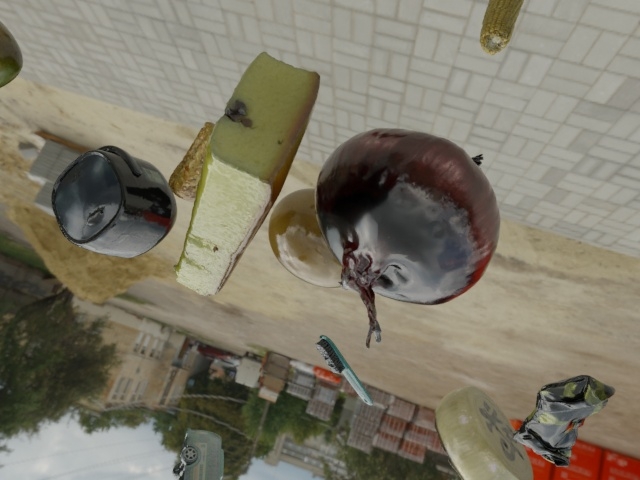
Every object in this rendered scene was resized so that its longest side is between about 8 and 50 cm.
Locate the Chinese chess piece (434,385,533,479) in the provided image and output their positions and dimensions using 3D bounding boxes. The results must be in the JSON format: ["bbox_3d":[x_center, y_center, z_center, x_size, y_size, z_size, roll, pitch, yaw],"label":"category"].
[{"bbox_3d":[0.378,0.469,1.139,0.104,0.257,0.257,-41,131,21],"label":"Chinese chess piece"}]

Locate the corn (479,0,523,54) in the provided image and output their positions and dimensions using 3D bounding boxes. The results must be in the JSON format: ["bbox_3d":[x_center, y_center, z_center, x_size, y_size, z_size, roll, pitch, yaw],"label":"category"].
[{"bbox_3d":[0.515,-0.645,1.396,0.106,0.293,0.106,19,149,12],"label":"corn"}]

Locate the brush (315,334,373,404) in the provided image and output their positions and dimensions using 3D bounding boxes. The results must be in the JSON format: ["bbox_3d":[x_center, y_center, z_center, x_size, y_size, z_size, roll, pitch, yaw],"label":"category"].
[{"bbox_3d":[0.048,0.277,1.013,0.043,0.032,0.193,-13,113,56],"label":"brush"}]

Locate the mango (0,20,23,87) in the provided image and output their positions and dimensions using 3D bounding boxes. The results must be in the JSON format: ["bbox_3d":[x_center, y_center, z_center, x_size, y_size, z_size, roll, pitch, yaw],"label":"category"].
[{"bbox_3d":[-0.312,-0.154,0.265,0.133,0.111,0.267,14,171,43],"label":"mango"}]

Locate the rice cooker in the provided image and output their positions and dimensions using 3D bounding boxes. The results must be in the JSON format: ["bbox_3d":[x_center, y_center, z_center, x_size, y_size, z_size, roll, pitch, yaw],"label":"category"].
[{"bbox_3d":[-0.501,-0.091,1.217,0.267,0.267,0.224,11,179,22],"label":"rice cooker"}]

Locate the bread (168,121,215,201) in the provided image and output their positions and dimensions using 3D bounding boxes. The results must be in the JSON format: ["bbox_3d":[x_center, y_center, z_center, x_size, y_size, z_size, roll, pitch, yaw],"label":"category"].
[{"bbox_3d":[-0.273,-0.181,1.177,0.114,0.083,0.211,14,128,-40],"label":"bread"}]

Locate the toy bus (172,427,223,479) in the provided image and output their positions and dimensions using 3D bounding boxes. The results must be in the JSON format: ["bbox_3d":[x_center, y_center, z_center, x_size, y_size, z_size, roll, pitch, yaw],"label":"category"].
[{"bbox_3d":[-0.270,0.548,1.068,0.109,0.261,0.091,11,129,-18],"label":"toy bus"}]

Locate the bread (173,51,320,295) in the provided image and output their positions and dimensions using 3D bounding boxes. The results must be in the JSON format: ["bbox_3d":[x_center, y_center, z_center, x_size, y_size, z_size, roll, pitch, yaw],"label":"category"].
[{"bbox_3d":[-0.104,-0.045,0.573,0.077,0.138,0.361,24,151,-10],"label":"bread"}]

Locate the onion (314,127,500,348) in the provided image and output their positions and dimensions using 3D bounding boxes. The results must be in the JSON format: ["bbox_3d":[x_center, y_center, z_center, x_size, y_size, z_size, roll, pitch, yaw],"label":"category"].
[{"bbox_3d":[0.092,-0.010,0.663,0.273,0.285,0.273,32,152,19],"label":"onion"}]

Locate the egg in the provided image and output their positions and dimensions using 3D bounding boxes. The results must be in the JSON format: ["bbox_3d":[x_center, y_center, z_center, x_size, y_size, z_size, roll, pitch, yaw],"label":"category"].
[{"bbox_3d":[0.000,0.000,1.374,0.322,0.250,0.250,46,152,-27],"label":"egg"}]

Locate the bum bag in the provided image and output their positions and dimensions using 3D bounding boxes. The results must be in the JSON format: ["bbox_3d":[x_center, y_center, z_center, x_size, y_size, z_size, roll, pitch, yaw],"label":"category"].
[{"bbox_3d":[0.389,0.288,0.792,0.107,0.060,0.232,5,129,6],"label":"bum bag"}]
